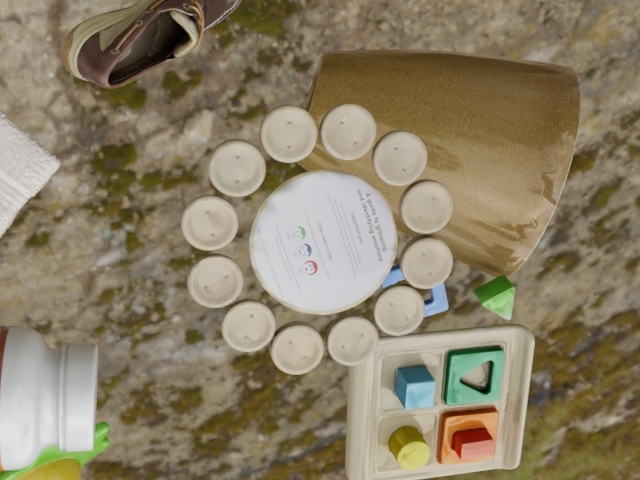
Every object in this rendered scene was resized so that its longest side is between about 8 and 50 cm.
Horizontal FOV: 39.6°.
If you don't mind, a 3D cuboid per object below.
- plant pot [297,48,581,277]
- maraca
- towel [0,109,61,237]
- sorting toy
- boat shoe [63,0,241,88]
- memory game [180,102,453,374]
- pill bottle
[{"bbox_3d":[0.107,-0.106,0.946,0.254,0.237,0.237,16,134,-6],"label":"plant pot"},{"bbox_3d":[-0.291,0.246,0.900,0.186,0.099,0.127,-44,159,8],"label":"maraca"},{"bbox_3d":[-0.597,-0.153,1.481,0.282,0.049,0.187,41,83,-21],"label":"towel"},{"bbox_3d":[0.128,0.183,0.939,0.196,0.047,0.347,-2,112,-9],"label":"sorting toy"},{"bbox_3d":[-0.234,-0.335,1.407,0.342,0.123,0.123,-35,143,-33],"label":"boat shoe"},{"bbox_3d":[0.000,0.000,0.583,0.186,0.012,0.186,-3,105,-10],"label":"memory game"},{"bbox_3d":[-0.298,0.131,0.738,0.216,0.121,0.121,2,138,-12],"label":"pill bottle"}]
